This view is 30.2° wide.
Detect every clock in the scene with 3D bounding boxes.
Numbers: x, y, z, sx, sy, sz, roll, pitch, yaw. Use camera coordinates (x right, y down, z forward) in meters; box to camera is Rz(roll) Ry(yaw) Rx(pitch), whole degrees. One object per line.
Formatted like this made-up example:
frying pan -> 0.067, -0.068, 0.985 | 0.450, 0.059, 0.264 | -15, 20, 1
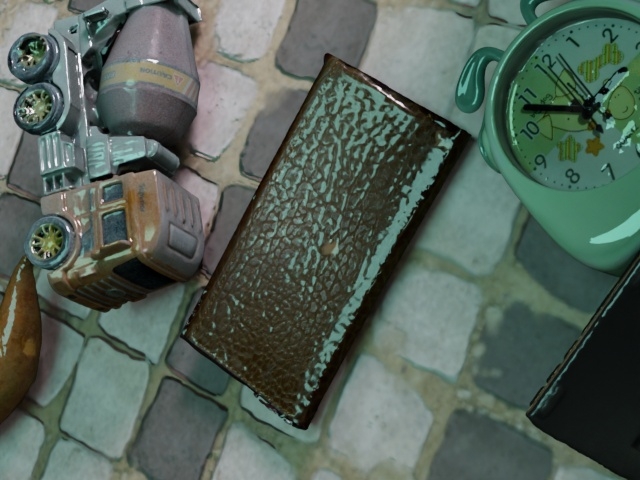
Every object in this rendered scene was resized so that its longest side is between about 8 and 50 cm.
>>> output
clock -> 0.174, -0.083, 0.742 | 0.148, 0.060, 0.188 | -48, 58, 17

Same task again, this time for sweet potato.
sweet potato -> -0.297, 0.142, 1.013 | 0.281, 0.059, 0.067 | -52, 46, 14

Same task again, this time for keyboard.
keyboard -> 0.243, -0.003, 0.672 | 0.317, 0.106, 0.027 | -56, 14, 11

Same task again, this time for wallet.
wallet -> 0.000, 0.000, 0.858 | 0.133, 0.039, 0.243 | 32, 99, 28

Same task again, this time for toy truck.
toy truck -> -0.155, -0.083, 0.939 | 0.140, 0.108, 0.256 | -16, 69, 16
